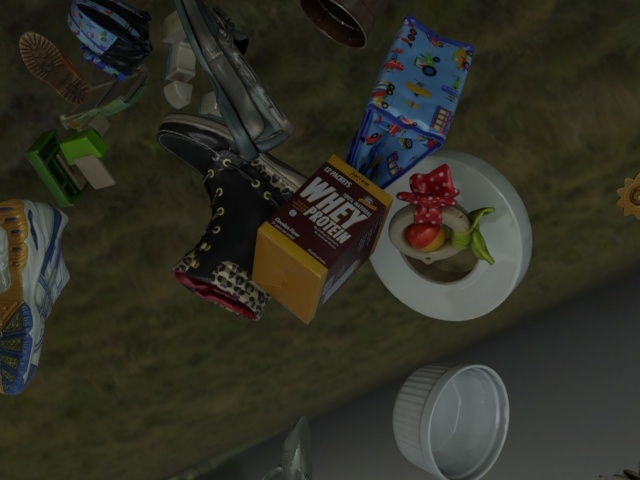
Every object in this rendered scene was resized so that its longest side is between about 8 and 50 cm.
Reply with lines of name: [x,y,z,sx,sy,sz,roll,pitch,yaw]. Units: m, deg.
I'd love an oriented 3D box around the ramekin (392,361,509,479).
ramekin: [0.217,0.305,1.604,0.207,0.207,0.109,-18,-165,-38]

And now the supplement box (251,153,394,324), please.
supplement box: [0.000,0.000,1.562,0.194,0.129,0.191,-46,166,-26]

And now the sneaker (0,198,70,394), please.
sneaker: [-0.435,0.086,1.425,0.112,0.296,0.131,11,-173,27]

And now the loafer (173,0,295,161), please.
loafer: [-0.118,-0.240,1.278,0.084,0.267,0.096,-24,172,3]

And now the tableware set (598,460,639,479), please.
tableware set: [0.518,0.405,1.390,0.039,0.194,0.128,-47,-179,-14]

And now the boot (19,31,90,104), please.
boot: [-0.462,-0.305,1.597,0.059,0.084,0.158,-36,138,1]

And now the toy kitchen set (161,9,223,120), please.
toy kitchen set: [-0.247,-0.366,1.979,0.166,0.207,0.122,11,170,-30]

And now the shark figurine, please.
shark figurine: [-0.011,0.521,1.929,0.116,0.278,0.166,4,-141,47]

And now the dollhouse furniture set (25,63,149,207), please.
dollhouse furniture set: [-0.483,-0.238,2.098,0.197,0.151,0.301,-11,-144,28]

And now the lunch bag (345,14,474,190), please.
lunch bag: [0.126,-0.199,1.620,0.293,0.138,0.221,123,-9,-58]

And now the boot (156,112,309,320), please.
boot: [-0.192,-0.048,1.760,0.284,0.377,0.138,-60,-176,-21]

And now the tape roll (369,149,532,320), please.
tape roll: [0.276,-0.011,2.084,0.392,0.392,0.072,-33,179,38]

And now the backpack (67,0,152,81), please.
backpack: [-0.439,-0.426,1.895,0.173,0.158,0.117,28,122,-32]

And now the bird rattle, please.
bird rattle: [0.227,-0.024,1.849,0.253,0.143,0.207,25,138,-36]

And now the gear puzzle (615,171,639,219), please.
gear puzzle: [0.699,-0.106,1.689,0.339,0.175,0.044,-16,-165,5]

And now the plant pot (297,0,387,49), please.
plant pot: [0.068,-0.499,1.871,0.165,0.167,0.167,-55,176,-12]
